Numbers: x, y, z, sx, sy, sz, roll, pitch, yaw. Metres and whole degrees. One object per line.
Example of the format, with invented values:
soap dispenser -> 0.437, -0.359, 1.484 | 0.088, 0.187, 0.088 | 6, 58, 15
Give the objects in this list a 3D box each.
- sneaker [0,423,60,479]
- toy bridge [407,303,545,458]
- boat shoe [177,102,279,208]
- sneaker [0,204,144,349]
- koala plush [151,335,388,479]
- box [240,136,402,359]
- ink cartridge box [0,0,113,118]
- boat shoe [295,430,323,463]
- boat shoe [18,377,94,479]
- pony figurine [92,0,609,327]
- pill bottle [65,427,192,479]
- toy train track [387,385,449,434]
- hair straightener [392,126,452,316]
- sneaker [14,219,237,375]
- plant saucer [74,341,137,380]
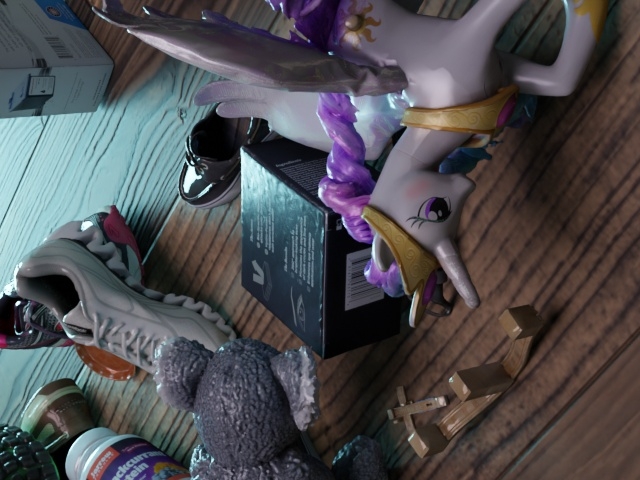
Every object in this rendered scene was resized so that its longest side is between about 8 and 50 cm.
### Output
sneaker -> -0.352, 0.369, 1.769 | 0.343, 0.134, 0.146 | 47, 155, 27
toy bridge -> 0.143, 0.125, 1.272 | 0.026, 0.063, 0.188 | 54, 132, 27
boat shoe -> -0.102, -0.102, 1.498 | 0.228, 0.076, 0.080 | -39, 69, 46
sneaker -> -0.310, 0.062, 1.751 | 0.299, 0.112, 0.121 | -43, 66, 44
koala plush -> -0.059, 0.189, 1.354 | 0.196, 0.203, 0.221 | 8, 121, 24
box -> 0.000, 0.000, 1.359 | 0.158, 0.093, 0.156 | 39, 136, 47
ink cartridge box -> -0.363, -0.215, 1.688 | 0.139, 0.191, 0.082 | 50, 132, 31
boat shoe -> -0.033, 0.221, 1.517 | 0.049, 0.040, 0.142 | -34, 72, 47
boat shoe -> -0.365, 0.298, 1.883 | 0.095, 0.095, 0.257 | 48, 131, 24
pony figurine -> 0.045, -0.154, 1.153 | 0.351, 0.303, 0.363 | 28, 92, 22
pill bottle -> -0.214, 0.293, 1.691 | 0.193, 0.108, 0.108 | 24, 116, 44
toy train track -> 0.090, 0.161, 1.382 | 0.083, 0.014, 0.048 | -23, 81, 49
hair straightener -> 0.089, -0.042, 1.326 | 0.089, 0.047, 0.230 | 10, 112, 62
sneaker -> -0.211, 0.095, 1.590 | 0.292, 0.118, 0.110 | 32, 115, 12
plant saucer -> -0.260, 0.138, 1.754 | 0.083, 0.013, 0.083 | 17, 138, 16
